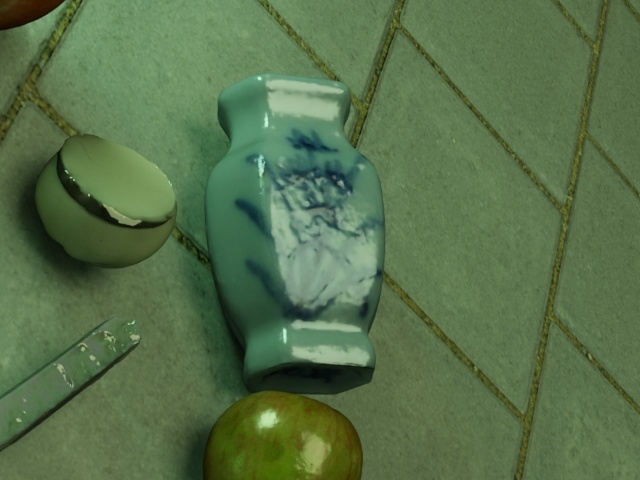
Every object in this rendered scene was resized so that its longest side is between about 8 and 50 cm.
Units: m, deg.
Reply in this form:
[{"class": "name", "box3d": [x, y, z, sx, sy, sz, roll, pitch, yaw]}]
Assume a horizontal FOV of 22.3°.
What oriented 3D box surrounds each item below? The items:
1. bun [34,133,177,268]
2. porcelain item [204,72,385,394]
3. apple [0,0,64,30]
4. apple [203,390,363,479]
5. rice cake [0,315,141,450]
[{"class": "bun", "box3d": [-0.260, -0.033, 1.932, 0.173, 0.120, 0.173, 23, 32, -15]}, {"class": "porcelain item", "box3d": [-0.031, -0.009, 2.117, 0.243, 0.178, 0.405, 5, 64, -25]}, {"class": "apple", "box3d": [-0.395, -0.364, 1.855, 0.272, 0.252, 0.206, 50, 37, -39]}, {"class": "apple", "box3d": [-0.046, 0.279, 1.957, 0.196, 0.196, 0.196, 29, 48, -39]}, {"class": "rice cake", "box3d": [-0.310, 0.172, 1.759, 0.050, 0.106, 0.298, 51, 37, 0]}]
